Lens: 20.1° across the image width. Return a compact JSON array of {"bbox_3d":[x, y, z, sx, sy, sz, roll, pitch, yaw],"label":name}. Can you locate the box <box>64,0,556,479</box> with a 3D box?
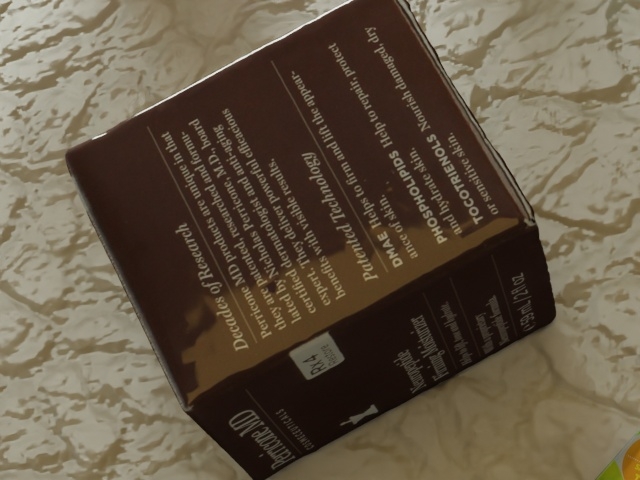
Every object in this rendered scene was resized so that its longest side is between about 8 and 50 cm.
[{"bbox_3d":[0.000,0.000,0.998,0.203,0.168,0.167,-29,67,0],"label":"box"}]

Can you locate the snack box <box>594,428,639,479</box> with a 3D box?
[{"bbox_3d":[0.197,0.221,0.926,0.207,0.070,0.174,41,82,21],"label":"snack box"}]
